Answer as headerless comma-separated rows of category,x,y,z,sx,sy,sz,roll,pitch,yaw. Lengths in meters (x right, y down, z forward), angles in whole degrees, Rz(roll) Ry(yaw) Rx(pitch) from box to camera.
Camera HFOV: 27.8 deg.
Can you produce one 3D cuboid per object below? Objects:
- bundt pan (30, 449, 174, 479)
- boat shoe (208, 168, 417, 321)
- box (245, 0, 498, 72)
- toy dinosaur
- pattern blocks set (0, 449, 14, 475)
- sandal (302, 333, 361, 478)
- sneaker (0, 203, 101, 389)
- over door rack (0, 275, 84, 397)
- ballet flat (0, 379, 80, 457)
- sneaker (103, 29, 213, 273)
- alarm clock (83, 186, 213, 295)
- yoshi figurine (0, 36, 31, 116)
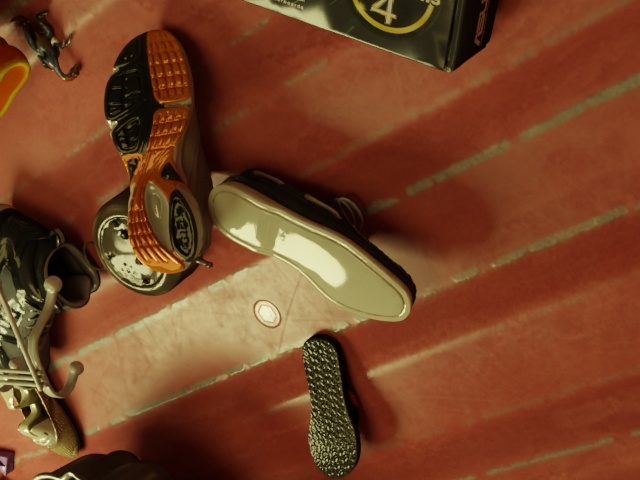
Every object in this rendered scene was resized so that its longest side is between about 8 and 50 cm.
bundt pan,-0.248,0.415,1.704,0.331,0.124,0.331,15,121,26
boat shoe,0.000,0.000,1.381,0.254,0.079,0.095,26,131,22
box,-0.012,-0.361,1.155,0.395,0.097,0.318,24,126,22
toy dinosaur,-0.311,-0.223,1.496,0.090,0.047,0.082,34,152,58
pattern blocks set,-0.461,0.461,2.014,0.285,0.026,0.325,18,126,24
sandal,0.018,0.194,1.522,0.067,0.040,0.179,0,103,28
sneaker,-0.361,0.090,1.664,0.153,0.101,0.268,14,122,30
over door rack,-0.441,0.046,1.555,0.239,0.108,0.324,-2,128,35
ballet flat,-0.404,0.230,1.804,0.073,0.067,0.206,-11,111,37
sneaker,-0.169,-0.098,1.427,0.099,0.121,0.262,-2,94,11
alarm clock,-0.224,0.006,1.552,0.192,0.064,0.129,-14,109,42
yoshi figurine,-0.522,-0.272,1.494,0.362,0.203,0.203,47,144,12
